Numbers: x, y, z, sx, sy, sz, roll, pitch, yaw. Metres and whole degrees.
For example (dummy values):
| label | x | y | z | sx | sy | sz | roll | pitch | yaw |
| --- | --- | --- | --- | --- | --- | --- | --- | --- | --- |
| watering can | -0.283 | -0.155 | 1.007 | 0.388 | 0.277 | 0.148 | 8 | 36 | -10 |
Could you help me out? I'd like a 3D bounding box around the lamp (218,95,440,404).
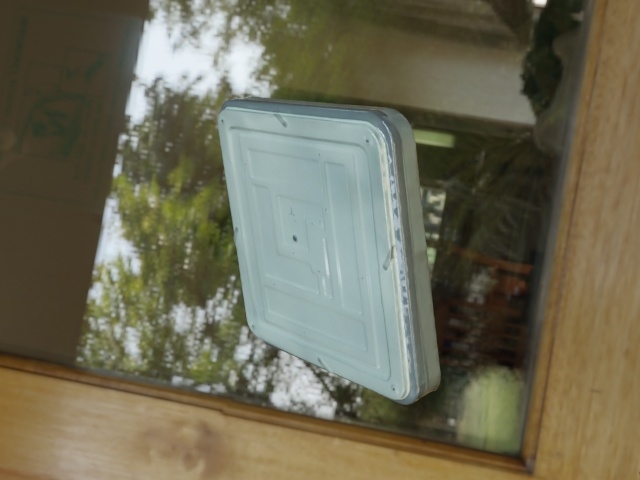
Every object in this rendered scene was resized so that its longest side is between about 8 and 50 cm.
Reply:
| label | x | y | z | sx | sy | sz | roll | pitch | yaw |
| --- | --- | --- | --- | --- | --- | --- | --- | --- | --- |
| lamp | 0.000 | 0.000 | 0.881 | 0.047 | 0.269 | 0.266 | -18 | -70 | -34 |
